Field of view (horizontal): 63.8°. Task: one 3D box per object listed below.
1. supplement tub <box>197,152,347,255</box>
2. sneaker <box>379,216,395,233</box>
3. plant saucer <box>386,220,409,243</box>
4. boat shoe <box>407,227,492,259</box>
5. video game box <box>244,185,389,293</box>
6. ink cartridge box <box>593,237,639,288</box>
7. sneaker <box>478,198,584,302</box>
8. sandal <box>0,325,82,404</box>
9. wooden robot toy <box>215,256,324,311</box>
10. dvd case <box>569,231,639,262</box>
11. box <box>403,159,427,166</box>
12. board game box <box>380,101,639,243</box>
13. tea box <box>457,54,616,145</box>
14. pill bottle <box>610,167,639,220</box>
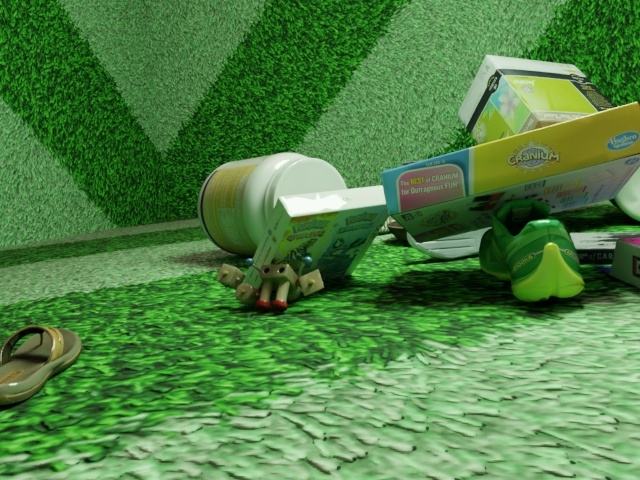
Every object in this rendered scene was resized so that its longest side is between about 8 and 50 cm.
[{"bbox_3d":[-0.116,-0.078,1.205,0.241,0.240,0.331,-10,9,-37],"label":"supplement tub"},{"bbox_3d":[0.181,-0.051,1.496,0.086,0.064,0.192,-7,2,30],"label":"sneaker"},{"bbox_3d":[0.322,-0.030,1.286,0.311,0.050,0.310,-5,7,1],"label":"plant saucer"},{"bbox_3d":[0.269,0.001,1.012,0.227,0.083,0.076,5,-7,-13],"label":"boat shoe"},{"bbox_3d":[0.000,0.000,0.815,0.205,0.187,0.048,-10,52,-35],"label":"video game box"},{"bbox_3d":[0.475,0.034,0.588,0.176,0.069,0.371,-4,5,8],"label":"ink cartridge box"},{"bbox_3d":[0.291,0.001,0.721,0.110,0.123,0.295,-5,6,6],"label":"sneaker"},{"bbox_3d":[-0.297,0.114,0.525,0.072,0.049,0.180,-6,7,-7],"label":"sandal"},{"bbox_3d":[-0.061,0.073,0.738,0.173,0.076,0.079,-2,-28,24],"label":"wooden robot toy"},{"bbox_3d":[0.478,0.011,0.905,0.239,0.029,0.179,-2,8,30],"label":"dvd case"},{"bbox_3d":[0.524,-0.179,1.703,0.396,0.211,0.293,-7,7,-23],"label":"box"},{"bbox_3d":[0.270,-0.078,0.748,0.317,0.064,0.242,-14,-14,17],"label":"board game box"},{"bbox_3d":[0.642,-0.352,1.508,0.329,0.220,0.323,-1,48,-18],"label":"tea box"},{"bbox_3d":[0.844,-0.160,1.326,0.204,0.204,0.361,-2,8,25],"label":"pill bottle"}]
